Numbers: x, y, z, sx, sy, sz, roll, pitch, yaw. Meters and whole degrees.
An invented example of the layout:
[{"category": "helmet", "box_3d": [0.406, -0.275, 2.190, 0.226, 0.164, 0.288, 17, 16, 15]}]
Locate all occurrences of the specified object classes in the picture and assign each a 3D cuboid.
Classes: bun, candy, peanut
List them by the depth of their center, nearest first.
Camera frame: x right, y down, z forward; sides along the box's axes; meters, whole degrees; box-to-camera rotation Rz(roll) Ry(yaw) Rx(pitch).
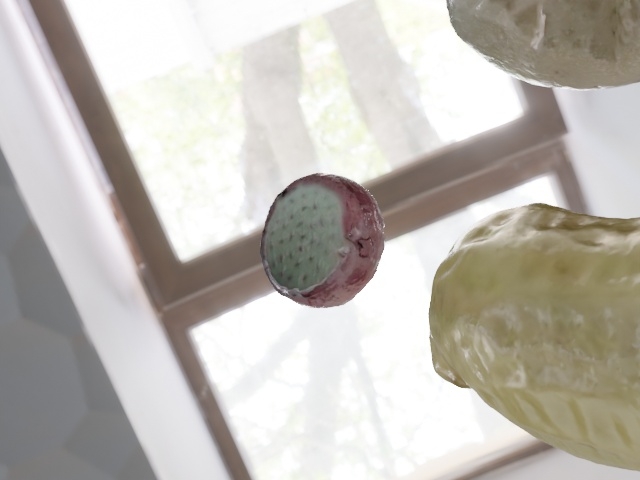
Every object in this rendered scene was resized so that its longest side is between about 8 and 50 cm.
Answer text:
[{"category": "peanut", "box_3d": [0.178, 0.042, 0.549, 0.147, 0.148, 0.318, -30, -157, -31]}, {"category": "candy", "box_3d": [0.000, 0.000, 0.896, 0.103, 0.103, 0.043, -11, 162, 41]}, {"category": "bun", "box_3d": [0.208, -0.263, 0.989, 0.281, 0.282, 0.205, -17, 158, 25]}]
